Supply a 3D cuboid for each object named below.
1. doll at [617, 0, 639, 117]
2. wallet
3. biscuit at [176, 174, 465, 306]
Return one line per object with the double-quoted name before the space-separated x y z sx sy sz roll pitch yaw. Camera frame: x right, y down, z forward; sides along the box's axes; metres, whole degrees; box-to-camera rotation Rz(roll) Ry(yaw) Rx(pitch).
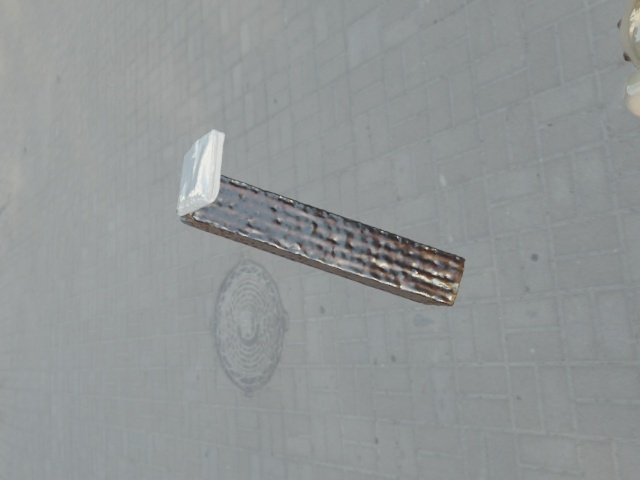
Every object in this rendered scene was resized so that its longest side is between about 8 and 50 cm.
"doll" 0.272 -0.195 0.411 0.119 0.154 0.278 -7 69 57
"wallet" -0.075 -0.039 0.365 0.083 0.011 0.044 174 104 -67
"biscuit" 0.000 0.000 0.805 0.107 0.388 0.073 147 141 -79
